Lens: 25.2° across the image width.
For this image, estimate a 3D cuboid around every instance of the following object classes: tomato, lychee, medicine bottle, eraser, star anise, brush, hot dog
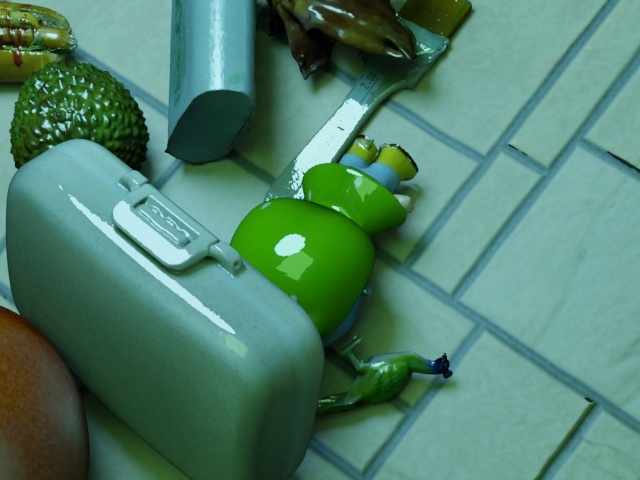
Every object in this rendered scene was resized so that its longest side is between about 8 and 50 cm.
[{"bbox_3d":[-0.379,0.211,1.402,0.321,0.321,0.321,-4,67,10],"label":"tomato"},{"bbox_3d":[-0.273,-0.126,1.588,0.171,0.171,0.171,-4,67,10],"label":"lychee"},{"bbox_3d":[-0.163,0.080,1.413,0.375,0.282,0.123,39,51,25],"label":"medicine bottle"},{"bbox_3d":[-0.120,-0.223,1.592,0.081,0.174,0.227,7,66,-20],"label":"eraser"},{"bbox_3d":[0.008,-0.331,1.607,0.148,0.237,0.346,2,55,-28],"label":"star anise"},{"bbox_3d":[0.046,-0.154,1.603,0.085,0.020,0.336,32,78,22],"label":"brush"},{"bbox_3d":[-0.408,-0.241,1.709,0.250,0.076,0.104,3,68,16],"label":"hot dog"}]

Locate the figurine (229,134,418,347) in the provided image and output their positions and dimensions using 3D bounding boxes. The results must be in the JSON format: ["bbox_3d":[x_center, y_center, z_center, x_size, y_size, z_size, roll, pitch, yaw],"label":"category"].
[{"bbox_3d":[0.000,0.000,1.491,0.162,0.143,0.263,22,62,26],"label":"figurine"}]

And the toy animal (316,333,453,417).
[{"bbox_3d":[0.023,0.142,1.465,0.217,0.041,0.075,-20,102,5],"label":"toy animal"}]
